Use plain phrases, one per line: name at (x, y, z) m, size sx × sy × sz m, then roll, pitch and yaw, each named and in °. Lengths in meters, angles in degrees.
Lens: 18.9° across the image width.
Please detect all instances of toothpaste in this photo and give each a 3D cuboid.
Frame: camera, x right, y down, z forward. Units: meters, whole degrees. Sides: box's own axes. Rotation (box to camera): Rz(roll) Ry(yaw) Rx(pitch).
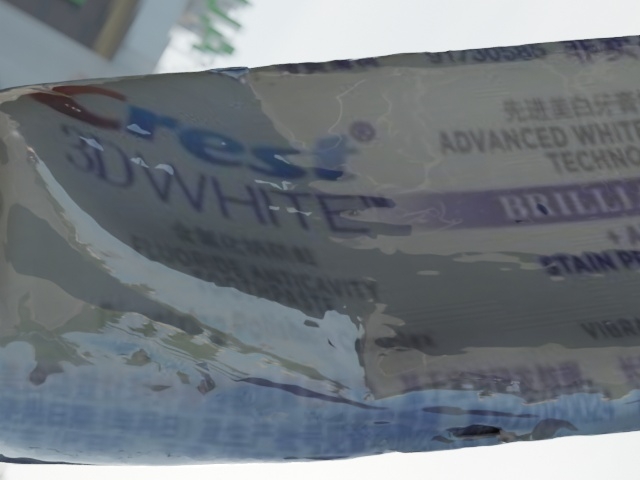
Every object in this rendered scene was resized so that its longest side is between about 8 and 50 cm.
toothpaste at (0.000, 0.002, 0.389) m, size 0.068 × 0.282 × 0.099 m, roll 133°, pitch -51°, yaw -71°
